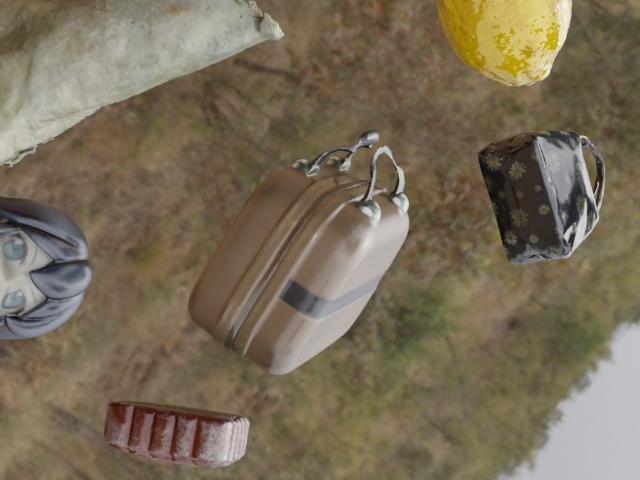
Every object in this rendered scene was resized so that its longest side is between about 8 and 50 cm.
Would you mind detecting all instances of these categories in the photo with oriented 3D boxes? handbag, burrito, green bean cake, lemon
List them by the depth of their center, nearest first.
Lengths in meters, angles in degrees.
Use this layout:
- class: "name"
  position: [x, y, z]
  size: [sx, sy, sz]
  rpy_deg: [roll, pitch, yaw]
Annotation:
- class: "lemon"
  position: [0.160, -0.202, 0.925]
  size: [0.114, 0.114, 0.155]
  rpy_deg: [-47, 127, -23]
- class: "handbag"
  position: [0.218, -0.050, 0.977]
  size: [0.139, 0.115, 0.072]
  rpy_deg: [-22, -173, -42]
- class: "burrito"
  position: [-0.230, -0.204, 1.058]
  size: [0.348, 0.175, 0.107]
  rpy_deg: [-26, 167, -6]
- class: "green bean cake"
  position: [-0.150, 0.204, 1.130]
  size: [0.135, 0.135, 0.056]
  rpy_deg: [51, 45, -79]
- class: "handbag"
  position: [0.000, 0.000, 1.238]
  size: [0.283, 0.149, 0.302]
  rpy_deg: [-61, 166, 13]

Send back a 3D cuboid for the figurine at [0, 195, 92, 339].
- class: "figurine"
  position: [-0.392, 0.029, 1.189]
  size: [0.265, 0.197, 0.175]
  rpy_deg: [14, 116, -30]
